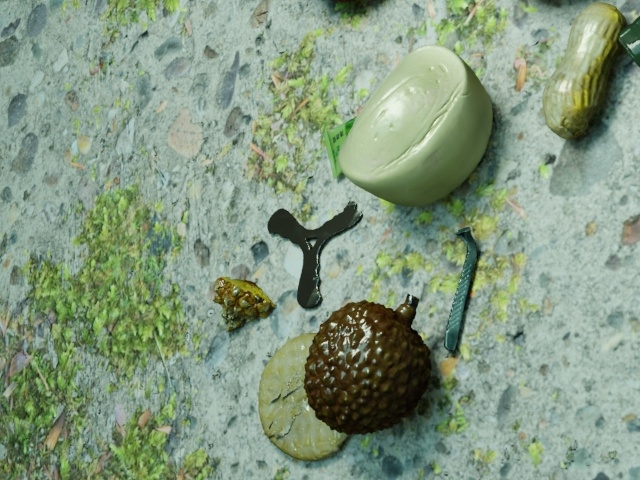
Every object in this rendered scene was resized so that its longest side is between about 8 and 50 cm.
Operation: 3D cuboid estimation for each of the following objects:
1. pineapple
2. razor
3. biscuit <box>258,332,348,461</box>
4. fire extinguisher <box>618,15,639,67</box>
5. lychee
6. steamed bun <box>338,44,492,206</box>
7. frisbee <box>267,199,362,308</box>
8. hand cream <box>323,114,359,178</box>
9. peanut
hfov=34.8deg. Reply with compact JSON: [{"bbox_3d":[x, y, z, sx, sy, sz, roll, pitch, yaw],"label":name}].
[{"bbox_3d":[-0.146,0.114,1.821,0.114,0.114,0.077,-58,11,29],"label":"pineapple"},{"bbox_3d":[0.216,0.075,1.562,0.066,0.033,0.190,142,138,-81],"label":"razor"},{"bbox_3d":[-0.019,0.257,1.687,0.220,0.033,0.219,-12,69,34],"label":"biscuit"},{"bbox_3d":[0.556,-0.349,1.385,0.311,0.095,0.114,-38,31,24],"label":"fire extinguisher"},{"bbox_3d":[0.078,0.183,1.529,0.238,0.200,0.200,-53,51,4],"label":"lychee"},{"bbox_3d":[0.159,-0.165,1.571,0.155,0.200,0.250,36,94,25],"label":"steamed bun"},{"bbox_3d":[0.000,0.000,1.766,0.187,0.012,0.211,-34,58,25],"label":"frisbee"},{"bbox_3d":[0.078,-0.183,1.739,0.175,0.046,0.095,-27,63,31],"label":"hand cream"},{"bbox_3d":[0.384,-0.249,1.493,0.087,0.087,0.206,21,89,40],"label":"peanut"}]
